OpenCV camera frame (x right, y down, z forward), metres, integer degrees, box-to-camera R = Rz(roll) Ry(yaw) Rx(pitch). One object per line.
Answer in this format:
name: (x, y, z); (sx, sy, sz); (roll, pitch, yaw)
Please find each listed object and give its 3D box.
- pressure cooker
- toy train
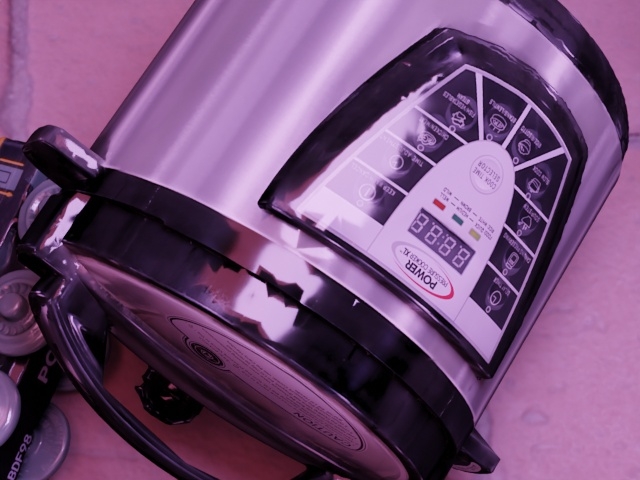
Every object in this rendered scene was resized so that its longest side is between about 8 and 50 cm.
pressure cooker: (-0.001, 0.001, 1.111); (0.370, 0.375, 0.420); (26, 73, 25)
toy train: (-0.283, 0.064, 1.242); (0.190, 0.142, 0.333); (14, 73, 23)
